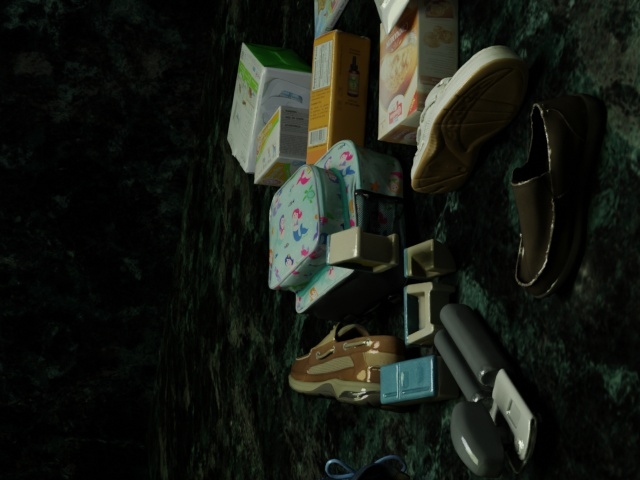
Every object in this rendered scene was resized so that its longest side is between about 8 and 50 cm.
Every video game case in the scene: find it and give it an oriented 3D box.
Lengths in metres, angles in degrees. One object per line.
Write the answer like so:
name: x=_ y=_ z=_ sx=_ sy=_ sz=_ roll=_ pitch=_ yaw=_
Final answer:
video game case: x=0.024 y=-0.526 z=2.069 sx=0.193 sy=0.023 sz=0.212 roll=131 pitch=142 yaw=-63

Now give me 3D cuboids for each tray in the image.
tray: x=0.115 y=-0.394 z=1.542 sx=0.145 sy=0.030 sz=0.270 roll=-60 pitch=12 yaw=19

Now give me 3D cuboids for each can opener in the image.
can opener: x=0.180 y=0.161 z=1.211 sx=0.280 sy=0.093 sz=0.074 roll=-107 pitch=26 yaw=-63

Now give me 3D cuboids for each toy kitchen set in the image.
toy kitchen set: x=0.078 y=0.103 z=1.381 sx=0.122 sy=0.166 sz=0.207 roll=-24 pitch=61 yaw=55

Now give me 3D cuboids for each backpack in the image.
backpack: x=0.029 y=-0.023 z=1.617 sx=0.225 sy=0.191 sz=0.253 roll=-42 pitch=35 yaw=51

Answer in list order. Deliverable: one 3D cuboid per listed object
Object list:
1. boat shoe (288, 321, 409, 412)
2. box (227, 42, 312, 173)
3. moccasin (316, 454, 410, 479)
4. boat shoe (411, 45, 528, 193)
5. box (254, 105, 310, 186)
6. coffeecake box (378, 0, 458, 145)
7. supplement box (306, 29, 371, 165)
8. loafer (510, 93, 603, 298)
boat shoe: x=0.051 y=0.188 z=1.603 sx=0.324 sy=0.122 sz=0.120 roll=-6 pitch=73 yaw=65
box: x=-0.112 y=-0.284 z=2.268 sx=0.262 sy=0.126 sz=0.231 roll=-124 pitch=42 yaw=-65
moccasin: x=0.089 y=0.347 z=1.400 sx=0.342 sy=0.137 sz=0.117 roll=1 pitch=99 yaw=61
boat shoe: x=0.172 y=-0.165 z=1.315 sx=0.277 sy=0.098 sz=0.096 roll=120 pitch=150 yaw=-57
box: x=-0.054 y=-0.178 z=2.059 sx=0.203 sy=0.114 sz=0.103 roll=143 pitch=131 yaw=-70
coffeecake box: x=0.139 y=-0.246 z=1.506 sx=0.142 sy=0.068 sz=0.185 roll=148 pitch=126 yaw=-68
supplement box: x=0.031 y=-0.240 z=1.828 sx=0.080 sy=0.078 sz=0.233 roll=-2 pitch=82 yaw=58
loafer: x=0.231 y=-0.049 z=1.107 sx=0.080 sy=0.078 sz=0.220 roll=-146 pitch=63 yaw=-72
